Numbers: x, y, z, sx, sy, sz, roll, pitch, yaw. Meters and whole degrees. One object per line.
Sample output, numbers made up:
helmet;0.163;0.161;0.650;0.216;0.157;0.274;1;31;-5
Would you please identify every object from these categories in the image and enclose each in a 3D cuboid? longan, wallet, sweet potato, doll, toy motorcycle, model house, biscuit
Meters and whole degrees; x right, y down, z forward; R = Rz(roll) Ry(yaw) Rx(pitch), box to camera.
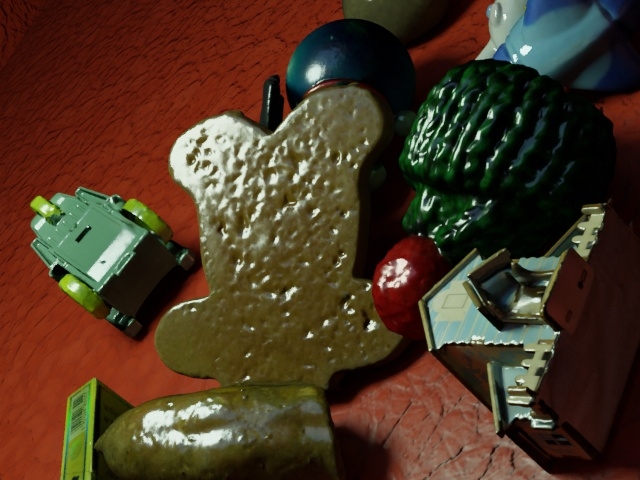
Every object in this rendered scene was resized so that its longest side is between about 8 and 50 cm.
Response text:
longan;0.124;-0.403;1.934;0.187;0.167;0.167;-2;48;22
wallet;-0.085;-0.125;1.772;0.323;0.041;0.247;-87;4;-80
sweet potato;-0.137;0.253;1.423;0.369;0.158;0.158;-8;44;19
doll;0.046;-0.215;1.741;0.198;0.186;0.322;4;37;-2
toy motorcycle;-0.371;0.024;2.008;0.191;0.200;0.326;-51;42;-10
model house;0.209;0.090;1.229;0.206;0.178;0.271;-5;52;50
biscuit;-0.056;0.011;1.547;0.368;0.076;0.394;-11;78;24
doll;0.317;-0.310;1.549;0.365;0.187;0.376;-151;75;-68

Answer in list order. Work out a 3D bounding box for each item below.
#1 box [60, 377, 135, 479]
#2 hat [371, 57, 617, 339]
box;-0.282;0.309;1.592;0.064;0.141;0.220;-35;31;17
hat;0.187;-0.027;1.367;0.332;0.242;0.274;-63;-4;-3
